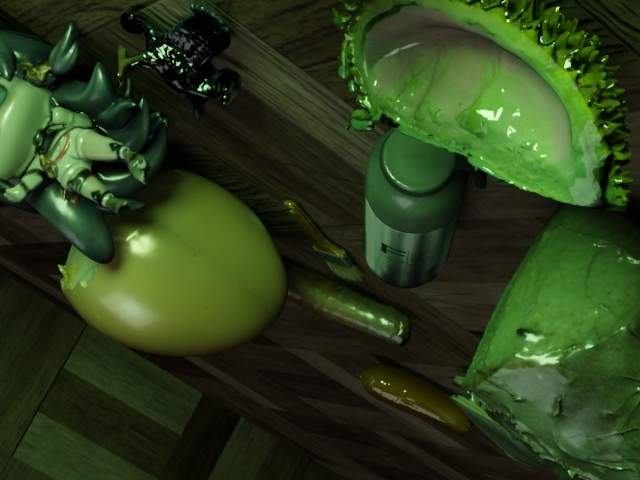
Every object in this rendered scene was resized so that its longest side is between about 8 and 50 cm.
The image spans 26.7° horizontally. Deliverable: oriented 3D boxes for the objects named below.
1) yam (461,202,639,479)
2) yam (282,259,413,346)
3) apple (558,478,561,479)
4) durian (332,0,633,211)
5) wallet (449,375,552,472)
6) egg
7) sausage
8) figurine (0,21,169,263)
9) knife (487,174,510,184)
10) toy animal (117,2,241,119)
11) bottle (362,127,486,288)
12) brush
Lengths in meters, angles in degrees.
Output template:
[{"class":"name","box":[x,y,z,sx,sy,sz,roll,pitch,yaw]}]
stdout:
[{"class":"yam","box":[0.252,0.101,1.035,0.271,0.202,0.201,33,143,-13]},{"class":"yam","box":[-0.008,0.062,1.619,0.264,0.046,0.046,22,164,19]},{"class":"apple","box":[0.339,0.272,1.355,0.207,0.237,0.237,27,165,7]},{"class":"durian","box":[0.100,-0.102,0.796,0.220,0.095,0.137,19,127,37]},{"class":"wallet","box":[0.317,0.254,1.651,0.309,0.077,0.223,12,162,48]},{"class":"egg","box":[-0.152,0.030,1.465,0.244,0.201,0.201,23,166,-12]},{"class":"sausage","box":[0.135,0.217,1.871,0.183,0.054,0.062,25,-163,5]},{"class":"figurine","box":[-0.262,-0.101,1.298,0.265,0.175,0.197,34,171,8]},{"class":"knife","box":[0.158,-0.048,1.023,0.027,0.010,0.096,36,163,-29]},{"class":"toy animal","box":[-0.116,-0.148,1.112,0.108,0.062,0.220,11,165,-5]},{"class":"bottle","box":[0.082,-0.026,1.109,0.096,0.079,0.254,-1,162,2]},{"class":"brush","box":[0.000,0.000,1.459,0.043,0.014,0.170,16,160,33]}]
